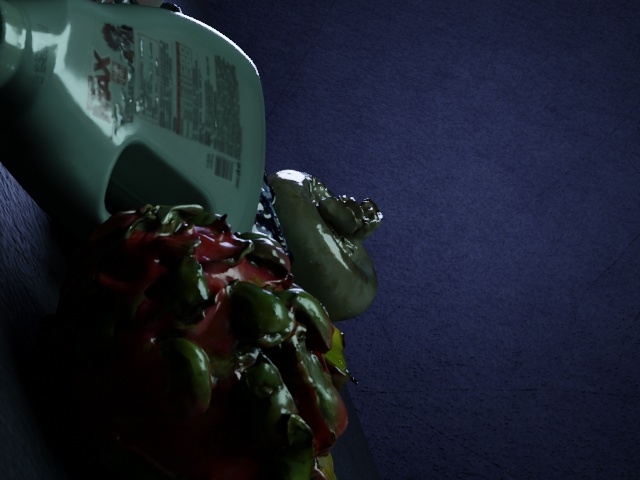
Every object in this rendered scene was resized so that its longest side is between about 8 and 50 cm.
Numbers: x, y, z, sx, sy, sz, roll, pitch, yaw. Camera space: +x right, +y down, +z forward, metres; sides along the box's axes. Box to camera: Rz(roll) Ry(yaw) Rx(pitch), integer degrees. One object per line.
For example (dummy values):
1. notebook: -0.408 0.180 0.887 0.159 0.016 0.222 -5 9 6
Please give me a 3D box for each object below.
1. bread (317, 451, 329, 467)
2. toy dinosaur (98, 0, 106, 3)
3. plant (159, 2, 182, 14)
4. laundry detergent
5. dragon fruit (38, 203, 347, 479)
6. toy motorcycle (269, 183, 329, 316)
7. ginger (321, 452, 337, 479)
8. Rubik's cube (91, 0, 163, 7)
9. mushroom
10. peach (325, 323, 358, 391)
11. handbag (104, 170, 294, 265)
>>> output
1. bread: -0.047 0.277 2.035 0.119 0.067 0.192 62 9 20
2. toy dinosaur: -0.275 -0.212 1.688 0.082 0.039 0.208 123 -26 -63
3. plant: -0.238 -0.263 2.014 0.203 0.131 0.142 87 -20 -72
4. laundry detergent: -0.205 -0.112 1.264 0.398 0.125 0.263 22 66 -56
5. dragon fruit: -0.097 0.111 1.166 0.302 0.237 0.231 59 9 -8
6. toy motorcycle: -0.130 0.027 1.649 0.331 0.196 0.125 58 -27 6
7. ginger: -0.002 0.384 2.124 0.299 0.065 0.118 -95 176 -72
8. Rubik's cube: -0.288 -0.356 1.785 0.229 0.233 0.228 21 79 -34
9. mushroom: 0.000 0.000 1.894 0.226 0.178 0.226 52 6 -7
10. peach: -0.059 0.161 1.920 0.154 0.159 0.267 43 9 -10
11. handbag: -0.143 -0.019 1.510 0.127 0.229 0.207 -57 -132 48
